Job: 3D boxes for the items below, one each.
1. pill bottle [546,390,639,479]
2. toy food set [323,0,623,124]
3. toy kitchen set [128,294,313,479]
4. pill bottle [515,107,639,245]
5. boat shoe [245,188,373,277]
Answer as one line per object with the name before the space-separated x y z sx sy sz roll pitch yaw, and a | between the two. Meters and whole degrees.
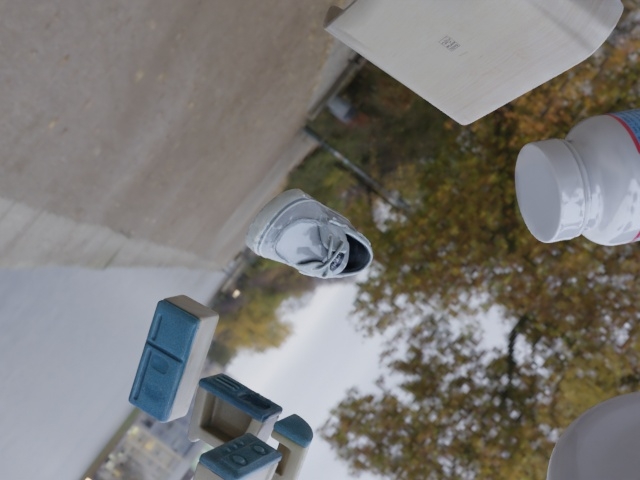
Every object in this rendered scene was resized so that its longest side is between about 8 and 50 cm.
pill bottle | 0.302 0.327 0.897 0.210 0.210 0.363 -55 147 -45
toy food set | 0.162 -0.261 1.158 0.306 0.219 0.092 -27 -146 60
toy kitchen set | -0.117 0.156 0.959 0.166 0.207 0.122 -8 120 -62
pill bottle | 0.215 -0.045 0.664 0.160 0.087 0.087 -10 172 -12
boat shoe | 0.000 0.001 1.103 0.079 0.081 0.227 -57 158 10
